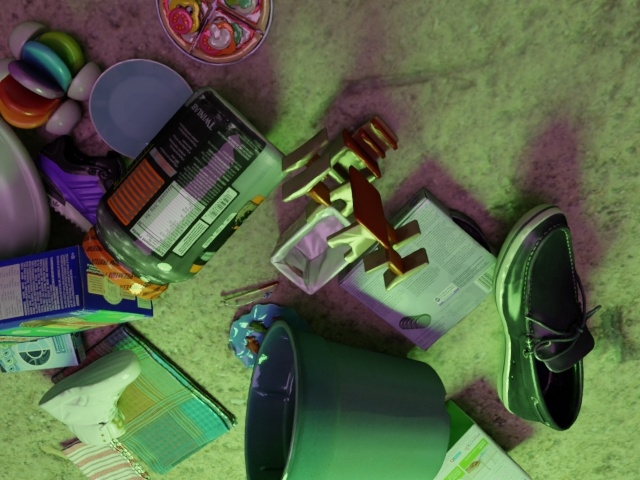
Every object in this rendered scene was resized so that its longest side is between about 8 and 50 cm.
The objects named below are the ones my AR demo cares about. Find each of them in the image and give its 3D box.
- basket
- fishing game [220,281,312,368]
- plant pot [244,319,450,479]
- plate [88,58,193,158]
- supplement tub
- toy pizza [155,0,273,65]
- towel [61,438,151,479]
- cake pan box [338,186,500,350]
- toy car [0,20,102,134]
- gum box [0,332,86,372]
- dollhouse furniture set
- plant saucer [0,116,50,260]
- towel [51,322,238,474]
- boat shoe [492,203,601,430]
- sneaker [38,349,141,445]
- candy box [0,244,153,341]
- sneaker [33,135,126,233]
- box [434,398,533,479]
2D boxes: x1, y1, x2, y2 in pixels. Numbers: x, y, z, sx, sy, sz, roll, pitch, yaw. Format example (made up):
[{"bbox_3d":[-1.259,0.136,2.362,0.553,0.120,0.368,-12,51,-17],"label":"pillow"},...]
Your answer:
[{"bbox_3d":[0.000,0.000,1.085,0.113,0.103,0.167,42,112,-16],"label":"basket"},{"bbox_3d":[-0.111,0.222,1.235,0.189,0.041,0.264,-18,113,9],"label":"fishing game"},{"bbox_3d":[0.052,0.352,1.127,0.334,0.341,0.341,11,117,-18],"label":"plant pot"},{"bbox_3d":[-0.316,-0.234,1.016,0.188,0.024,0.188,-6,122,-10],"label":"plate"},{"bbox_3d":[-0.231,-0.075,0.964,0.207,0.207,0.338,42,95,-16],"label":"supplement tub"},{"bbox_3d":[-0.180,-0.395,0.944,0.201,0.032,0.201,1,116,3],"label":"toy pizza"},{"bbox_3d":[-0.545,0.575,1.436,0.144,0.029,0.197,-25,112,15],"label":"towel"},{"bbox_3d":[0.208,0.060,1.122,0.245,0.070,0.267,36,113,-16],"label":"cake pan box"},{"bbox_3d":[-0.481,-0.270,0.963,0.159,0.136,0.182,37,111,-13],"label":"toy car"},{"bbox_3d":[-0.628,0.204,1.241,0.184,0.041,0.157,-8,104,6],"label":"gum box"},{"bbox_3d":[0.074,-0.090,0.942,0.135,0.259,0.262,-35,124,23],"label":"dollhouse furniture set"},{"bbox_3d":[-0.693,-0.085,1.034,0.400,0.100,0.401,8,117,17],"label":"plant saucer"},{"bbox_3d":[-0.416,0.386,1.332,0.271,0.040,0.370,-36,109,17],"label":"towel"},{"bbox_3d":[0.438,0.163,1.077,0.186,0.156,0.501,-23,121,-24],"label":"boat shoe"},{"bbox_3d":[-0.468,0.355,1.253,0.292,0.108,0.169,-26,111,26],"label":"sneaker"},{"bbox_3d":[-0.521,0.112,1.055,0.317,0.268,0.122,-10,78,7],"label":"candy box"},{"bbox_3d":[-0.401,-0.086,1.066,0.293,0.102,0.146,37,103,-14],"label":"sneaker"},{"bbox_3d":[0.300,0.543,1.270,0.231,0.127,0.262,44,88,-18],"label":"box"}]
